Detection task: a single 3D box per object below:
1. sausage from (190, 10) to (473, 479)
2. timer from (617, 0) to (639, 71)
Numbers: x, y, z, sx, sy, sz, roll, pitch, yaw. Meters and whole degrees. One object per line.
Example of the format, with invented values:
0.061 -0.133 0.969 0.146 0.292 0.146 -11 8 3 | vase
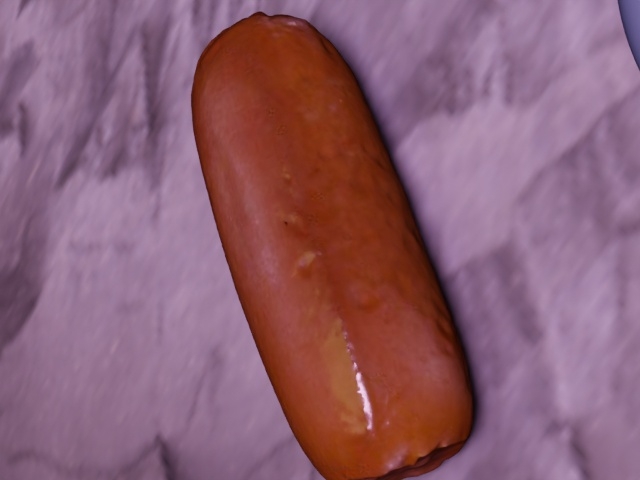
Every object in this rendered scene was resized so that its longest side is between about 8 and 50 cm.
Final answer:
0.000 0.000 0.704 0.076 0.076 0.197 -36 61 36 | sausage
0.186 -0.109 0.469 0.255 0.175 0.175 -47 57 33 | timer
